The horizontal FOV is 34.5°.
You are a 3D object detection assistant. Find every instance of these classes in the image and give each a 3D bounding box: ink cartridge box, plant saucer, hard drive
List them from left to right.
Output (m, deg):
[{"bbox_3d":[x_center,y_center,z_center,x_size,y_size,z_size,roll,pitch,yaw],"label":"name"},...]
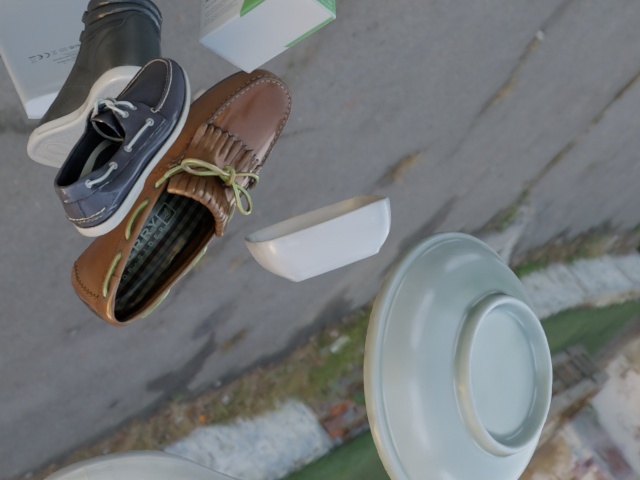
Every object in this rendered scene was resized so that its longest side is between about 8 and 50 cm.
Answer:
[{"bbox_3d":[-0.388,-0.313,1.572,0.203,0.307,0.040,-20,139,-17],"label":"hard drive"},{"bbox_3d":[-0.065,-0.339,1.274,0.154,0.212,0.093,-26,143,35],"label":"ink cartridge box"},{"bbox_3d":[0.222,0.182,1.410,0.101,0.400,0.400,-7,-170,42],"label":"plant saucer"}]

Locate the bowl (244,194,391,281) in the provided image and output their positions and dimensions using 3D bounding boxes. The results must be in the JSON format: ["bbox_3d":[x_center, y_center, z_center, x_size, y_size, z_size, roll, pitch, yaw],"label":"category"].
[{"bbox_3d":[0.000,0.000,1.039,0.142,0.053,0.142,-19,-174,-11],"label":"bowl"}]

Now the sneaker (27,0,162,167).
[{"bbox_3d":[-0.265,-0.189,1.238,0.105,0.146,0.296,15,154,-31],"label":"sneaker"}]

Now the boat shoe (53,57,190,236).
[{"bbox_3d":[-0.183,-0.103,0.956,0.065,0.075,0.206,56,46,-45],"label":"boat shoe"}]

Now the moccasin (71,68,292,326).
[{"bbox_3d":[-0.162,-0.057,1.303,0.380,0.147,0.139,-48,126,-12],"label":"moccasin"}]

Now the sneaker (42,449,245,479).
[{"bbox_3d":[-0.108,0.247,0.868,0.123,0.290,0.105,-121,-143,-82],"label":"sneaker"}]
